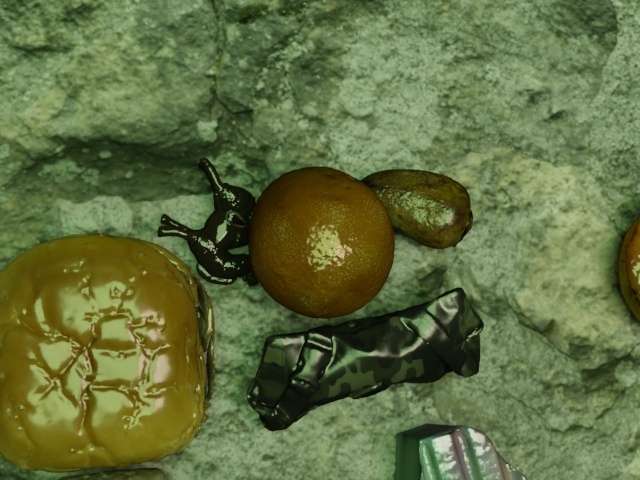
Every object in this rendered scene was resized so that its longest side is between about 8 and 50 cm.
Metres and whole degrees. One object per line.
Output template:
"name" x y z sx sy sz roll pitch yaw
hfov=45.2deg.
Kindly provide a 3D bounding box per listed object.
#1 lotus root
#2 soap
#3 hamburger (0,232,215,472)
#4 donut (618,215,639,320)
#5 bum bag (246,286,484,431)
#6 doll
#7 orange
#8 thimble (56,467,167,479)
"lotus root" 0.122 -0.052 1.079 0.191 0.094 0.108 18 46 -1
"soap" 0.213 0.401 1.027 0.193 0.109 0.323 -16 87 -11
"hamburger" -0.274 0.134 0.961 0.319 0.158 0.318 1 86 -11
"donut" 0.555 0.045 1.120 0.254 0.118 0.253 1 85 -11
"bum bag" 0.064 0.156 1.038 0.341 0.095 0.143 -14 113 -9
"doll" -0.133 -0.013 1.053 0.165 0.057 0.139 36 77 -12
"orange" 0.000 0.000 1.001 0.206 0.206 0.205 1 83 -9
"thimble" -0.244 0.390 0.909 0.148 0.196 0.229 -5 59 -7
